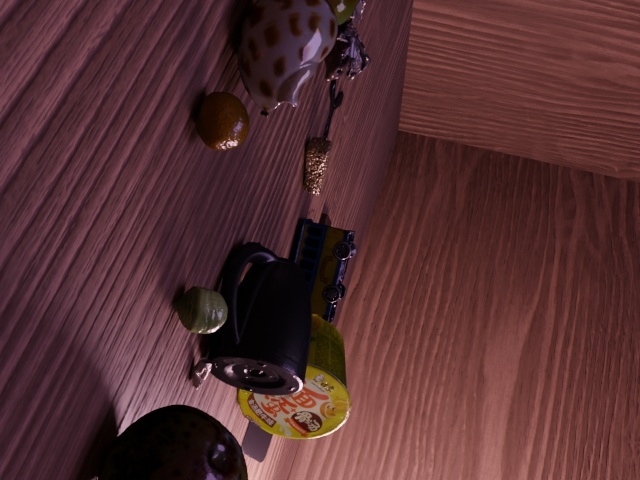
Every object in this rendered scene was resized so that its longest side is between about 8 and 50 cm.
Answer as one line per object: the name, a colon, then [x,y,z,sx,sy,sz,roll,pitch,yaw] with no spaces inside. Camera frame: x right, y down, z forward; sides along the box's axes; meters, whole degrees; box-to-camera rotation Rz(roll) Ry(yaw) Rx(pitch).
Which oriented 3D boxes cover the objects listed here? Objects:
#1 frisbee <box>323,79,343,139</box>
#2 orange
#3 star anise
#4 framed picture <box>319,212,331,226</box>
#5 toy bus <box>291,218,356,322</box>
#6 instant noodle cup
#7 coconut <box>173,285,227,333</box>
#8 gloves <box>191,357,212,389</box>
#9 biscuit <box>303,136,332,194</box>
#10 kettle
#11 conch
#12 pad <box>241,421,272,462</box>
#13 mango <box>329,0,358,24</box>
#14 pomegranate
frisbee: [0.037,-0.389,2.164,0.211,0.012,0.187,-6,111,-81]
orange: [-0.154,-0.190,1.123,0.085,0.085,0.095,77,8,-70]
star anise: [0.072,-0.536,1.872,0.198,0.111,0.257,-57,152,-63]
framed picture: [0.000,0.000,2.485,0.128,0.023,0.168,60,45,-76]
toy bus: [-0.003,0.091,2.135,0.138,0.175,0.287,-5,109,-81]
instant noodle cup: [-0.060,0.360,1.939,0.221,0.311,0.311,-79,177,-54]
coconut: [-0.212,0.122,1.248,0.088,0.096,0.087,-44,-141,52]
gloves: [-0.237,0.262,1.428,0.044,0.037,0.081,13,102,-55]
biscuit: [-0.010,-0.207,1.985,0.168,0.070,0.082,98,15,-45]
kettle: [-0.125,0.151,1.531,0.268,0.207,0.290,48,45,-45]
conch: [-0.061,-0.360,1.225,0.148,0.183,0.275,51,39,-38]
pad: [-0.167,0.579,2.255,0.323,0.055,0.250,84,22,-65]
mango: [0.043,-0.592,1.672,0.122,0.086,0.191,45,55,-45]
pomegranate: [-0.241,0.399,1.124,0.306,0.242,0.242,-58,-175,40]
